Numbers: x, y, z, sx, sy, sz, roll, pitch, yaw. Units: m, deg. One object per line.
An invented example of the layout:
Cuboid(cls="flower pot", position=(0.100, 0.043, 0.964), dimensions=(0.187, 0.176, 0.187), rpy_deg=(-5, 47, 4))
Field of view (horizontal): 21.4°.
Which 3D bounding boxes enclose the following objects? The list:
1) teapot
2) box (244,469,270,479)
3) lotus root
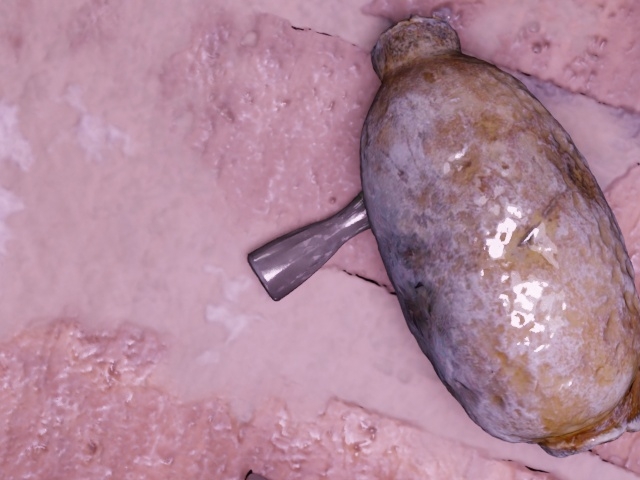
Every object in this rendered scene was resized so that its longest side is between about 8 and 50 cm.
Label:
Cuboid(cls="teapot", position=(0.000, 0.000, 1.282), dimensions=(0.111, 0.043, 0.043), rpy_deg=(-33, 91, -4))
Cuboid(cls="box", position=(-0.012, 0.247, 1.212), dimensions=(0.133, 0.182, 0.099), rpy_deg=(28, 88, -5))
Cuboid(cls="lotus root", position=(0.122, -0.002, 1.223), dimensions=(0.175, 0.175, 0.349), rpy_deg=(-26, 88, -2))
